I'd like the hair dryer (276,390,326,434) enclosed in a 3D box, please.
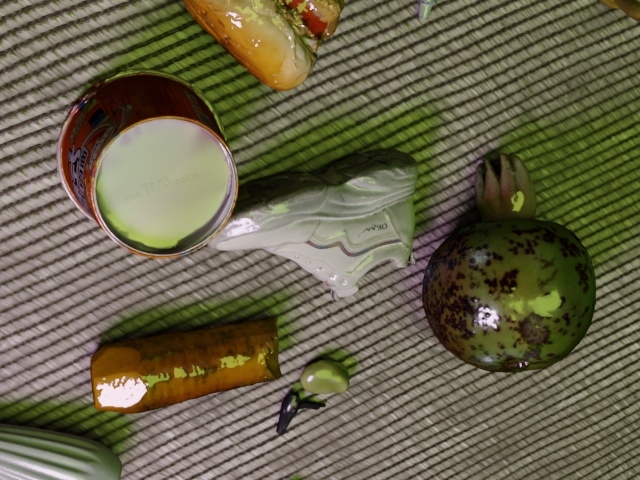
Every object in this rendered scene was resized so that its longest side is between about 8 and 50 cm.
[{"bbox_3d":[-0.030,0.284,1.759,0.083,0.031,0.079,5,117,-28],"label":"hair dryer"}]

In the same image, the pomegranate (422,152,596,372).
[{"bbox_3d":[0.292,0.033,1.675,0.284,0.285,0.341,3,74,-20],"label":"pomegranate"}]

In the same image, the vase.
[{"bbox_3d":[-0.428,0.337,1.590,0.248,0.128,0.128,22,100,-14],"label":"vase"}]

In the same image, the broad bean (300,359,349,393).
[{"bbox_3d":[0.008,0.223,1.741,0.083,0.045,0.063,5,118,-12],"label":"broad bean"}]

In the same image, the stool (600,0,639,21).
[{"bbox_3d":[0.495,-0.409,1.651,0.134,0.110,0.135,13,102,-21],"label":"stool"}]

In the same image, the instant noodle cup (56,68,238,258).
[{"bbox_3d":[-0.229,-0.099,1.465,0.250,0.192,0.251,-6,109,-17],"label":"instant noodle cup"}]

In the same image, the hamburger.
[{"bbox_3d":[-0.086,-0.323,1.422,0.244,0.244,0.163,39,96,-26],"label":"hamburger"}]

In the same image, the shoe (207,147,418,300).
[{"bbox_3d":[0.000,0.000,1.610,0.341,0.132,0.211,-15,110,-17],"label":"shoe"}]

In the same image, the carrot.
[{"bbox_3d":[-0.198,0.190,1.622,0.301,0.114,0.114,-9,111,-16],"label":"carrot"}]

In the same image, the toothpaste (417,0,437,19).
[{"bbox_3d":[0.173,-0.427,1.581,0.048,0.029,0.197,7,103,-21],"label":"toothpaste"}]
